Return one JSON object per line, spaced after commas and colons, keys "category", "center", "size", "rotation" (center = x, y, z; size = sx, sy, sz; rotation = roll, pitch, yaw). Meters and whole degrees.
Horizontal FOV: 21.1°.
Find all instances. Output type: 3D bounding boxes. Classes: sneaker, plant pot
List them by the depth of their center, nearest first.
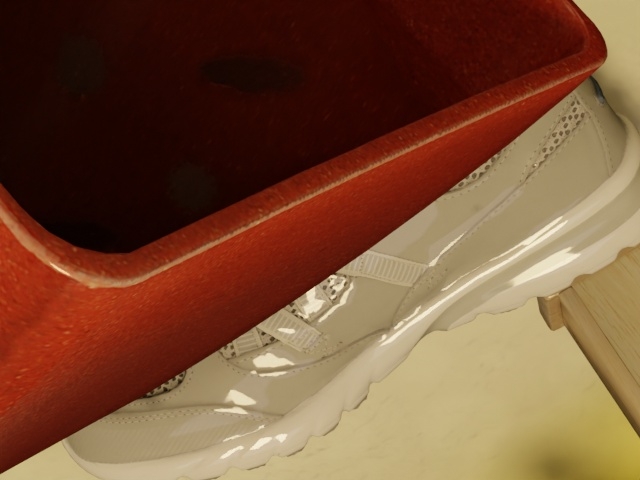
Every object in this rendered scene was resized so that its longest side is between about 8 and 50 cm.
{"category": "plant pot", "center": [-0.126, -0.048, 0.513], "size": [0.267, 0.267, 0.236], "rotation": [48, 125, 10]}
{"category": "sneaker", "center": [0.000, 0.000, 0.734], "size": [0.281, 0.105, 0.115], "rotation": [-31, 114, 3]}

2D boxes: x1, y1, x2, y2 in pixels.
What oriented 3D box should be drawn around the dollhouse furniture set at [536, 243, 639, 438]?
{"category": "dollhouse furniture set", "center": [0.228, 0.110, 0.882], "size": [0.303, 0.174, 0.355], "rotation": [-30, 157, -2]}
